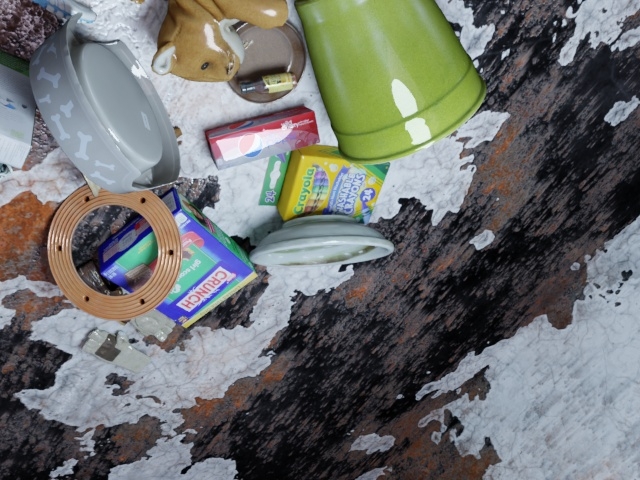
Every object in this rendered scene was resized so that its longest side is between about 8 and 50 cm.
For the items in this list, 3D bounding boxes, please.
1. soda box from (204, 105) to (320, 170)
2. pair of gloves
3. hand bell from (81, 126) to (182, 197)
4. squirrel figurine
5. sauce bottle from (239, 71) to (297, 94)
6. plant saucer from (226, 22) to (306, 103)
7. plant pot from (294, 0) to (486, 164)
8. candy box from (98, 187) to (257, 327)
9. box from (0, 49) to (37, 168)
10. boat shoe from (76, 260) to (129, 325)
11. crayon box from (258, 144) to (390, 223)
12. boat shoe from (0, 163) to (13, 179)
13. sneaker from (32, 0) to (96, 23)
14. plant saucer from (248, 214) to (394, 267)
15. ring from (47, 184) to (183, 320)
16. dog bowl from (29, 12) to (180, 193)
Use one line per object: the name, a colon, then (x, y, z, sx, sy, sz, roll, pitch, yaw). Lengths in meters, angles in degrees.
soda box: (-0.140, -0.253, 1.298, 0.263, 0.092, 0.083, -18, 117, -12)
pair of gloves: (-0.558, 0.275, 1.564, 0.204, 0.042, 0.240, 33, 102, -35)
hand bell: (-0.431, -0.207, 1.217, 0.242, 0.126, 0.126, -29, 134, -19)
squirrel figurine: (-0.244, -0.499, 0.989, 0.397, 0.281, 0.370, 23, 125, -22)
sauce bottle: (-0.119, -0.357, 1.217, 0.128, 0.042, 0.042, -16, 131, -16)
plant saucer: (-0.130, -0.413, 1.221, 0.199, 0.036, 0.198, -13, 130, -16)
plant pot: (0.127, -0.418, 1.160, 0.366, 0.366, 0.353, -32, 121, 1)
candy box: (-0.374, 0.059, 1.424, 0.268, 0.122, 0.317, -37, 133, 7)
box: (-0.615, -0.266, 0.913, 0.232, 0.322, 0.058, 22, 119, -36)
boat shoe: (-0.566, 0.143, 1.421, 0.073, 0.073, 0.207, -39, 125, -11)
crayon box: (0.011, -0.152, 1.466, 0.323, 0.083, 0.203, 1, 125, -25)
boat shoe: (-0.698, -0.155, 1.104, 0.099, 0.116, 0.319, 1, 121, -21)
sneaker: (-0.502, -0.470, 0.977, 0.191, 0.071, 0.083, 20, 110, -36)
plant saucer: (0.000, 0.000, 1.481, 0.400, 0.100, 0.400, -4, 169, -1)
ring: (-0.488, 0.023, 1.272, 0.337, 0.032, 0.336, 0, 93, 5)
dog bowl: (-0.407, -0.248, 1.029, 0.102, 0.348, 0.349, -21, 134, 9)
